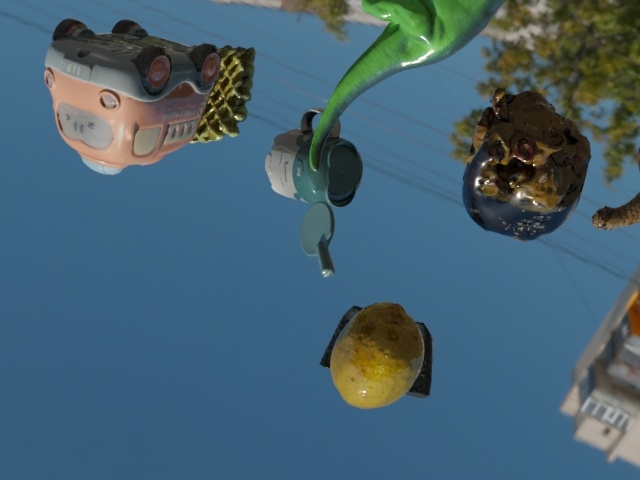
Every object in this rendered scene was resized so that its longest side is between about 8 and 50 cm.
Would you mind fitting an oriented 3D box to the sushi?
[{"bbox_3d":[0.310,-0.122,1.473,0.213,0.204,0.200,2,-113,-14],"label":"sushi"}]

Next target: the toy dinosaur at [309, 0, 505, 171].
[{"bbox_3d":[0.209,-0.302,1.558,0.374,0.500,0.144,21,-179,37],"label":"toy dinosaur"}]

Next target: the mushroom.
[{"bbox_3d":[0.623,-0.061,1.824,0.227,0.217,0.148,57,174,4],"label":"mushroom"}]

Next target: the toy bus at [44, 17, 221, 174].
[{"bbox_3d":[-0.305,-0.226,1.533,0.194,0.232,0.287,24,-156,22],"label":"toy bus"}]

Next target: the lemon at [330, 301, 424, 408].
[{"bbox_3d":[0.105,0.213,1.765,0.170,0.207,0.170,22,-151,-13],"label":"lemon"}]

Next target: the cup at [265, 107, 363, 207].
[{"bbox_3d":[-0.008,-0.248,2.858,0.219,0.290,0.257,-5,-166,-36],"label":"cup"}]

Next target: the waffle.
[{"bbox_3d":[-0.212,-0.311,2.029,0.204,0.224,0.054,-5,161,45],"label":"waffle"}]

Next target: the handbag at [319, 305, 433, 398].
[{"bbox_3d":[0.144,0.258,2.233,0.270,0.175,0.089,14,166,17],"label":"handbag"}]

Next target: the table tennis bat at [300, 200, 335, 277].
[{"bbox_3d":[0.000,0.000,2.613,0.038,0.149,0.237,16,-138,-34],"label":"table tennis bat"}]
